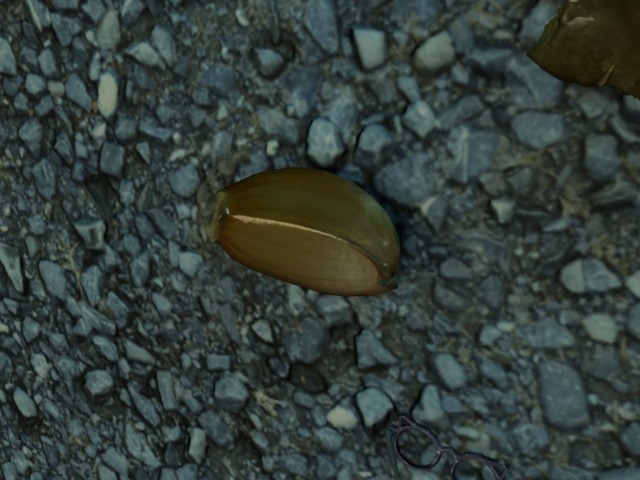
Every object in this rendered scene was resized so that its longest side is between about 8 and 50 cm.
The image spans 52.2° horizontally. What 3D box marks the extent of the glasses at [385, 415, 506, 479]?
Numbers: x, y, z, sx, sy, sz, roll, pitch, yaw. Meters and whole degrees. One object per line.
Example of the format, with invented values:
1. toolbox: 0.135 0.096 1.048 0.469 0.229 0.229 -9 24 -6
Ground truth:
1. glasses: 0.109 0.248 0.661 0.139 0.103 0.063 23 116 26

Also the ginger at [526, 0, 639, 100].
1. ginger: 0.296 -0.134 0.441 0.270 0.123 0.219 36 122 6

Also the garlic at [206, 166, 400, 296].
1. garlic: 0.002 -0.009 0.651 0.206 0.128 0.115 17 68 22
